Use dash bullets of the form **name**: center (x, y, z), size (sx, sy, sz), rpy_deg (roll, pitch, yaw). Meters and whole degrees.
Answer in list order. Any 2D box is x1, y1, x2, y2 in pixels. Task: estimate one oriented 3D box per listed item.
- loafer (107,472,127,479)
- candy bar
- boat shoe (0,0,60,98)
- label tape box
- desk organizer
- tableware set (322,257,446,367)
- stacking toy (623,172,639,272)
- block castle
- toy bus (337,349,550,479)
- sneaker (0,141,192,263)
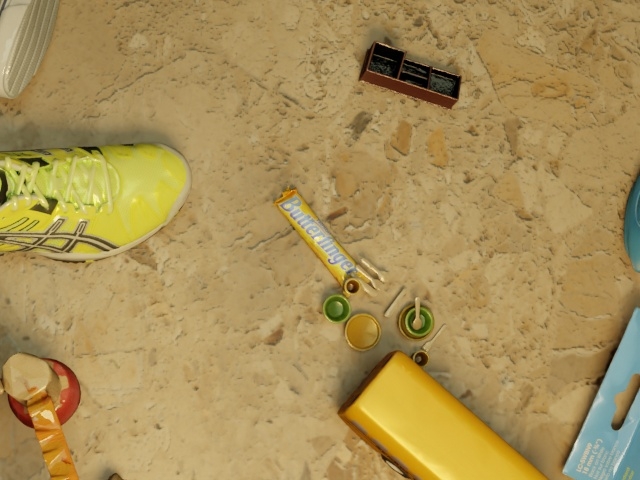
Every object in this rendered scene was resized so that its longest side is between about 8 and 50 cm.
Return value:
- **loafer**: center (-0.243, 0.355, 1.757), size (0.050, 0.056, 0.148), rpy_deg (4, 91, -8)
- **candy bar**: center (0.000, 0.000, 1.861), size (0.040, 0.018, 0.161), rpy_deg (-39, 89, -12)
- **boat shoe**: center (-0.382, -0.319, 1.822), size (0.094, 0.109, 0.302), rpy_deg (10, 71, 9)
- **label tape box**: center (0.509, 0.260, 1.817), size (0.334, 0.106, 0.240), rpy_deg (24, 90, -9)
- **desk organizer**: center (0.120, -0.215, 1.893), size (0.130, 0.050, 0.047), rpy_deg (17, 80, -5)
- **tableware set**: center (0.082, 0.102, 1.845), size (0.154, 0.024, 0.104), rpy_deg (40, 79, -8)
- **stacking toy**: center (0.562, -0.011, 1.889), size (0.302, 0.166, 0.175), rpy_deg (19, 68, -17)
- **block castle**: center (-0.461, 0.323, 1.630), size (0.453, 0.213, 0.303), rpy_deg (-20, 78, -7)
- **toy bus**: center (0.180, 0.281, 1.787), size (0.333, 0.130, 0.108), rpy_deg (41, 78, 0)
- **sneaker**: center (-0.340, -0.044, 1.752), size (0.385, 0.147, 0.145), rpy_deg (-12, 82, -13)
